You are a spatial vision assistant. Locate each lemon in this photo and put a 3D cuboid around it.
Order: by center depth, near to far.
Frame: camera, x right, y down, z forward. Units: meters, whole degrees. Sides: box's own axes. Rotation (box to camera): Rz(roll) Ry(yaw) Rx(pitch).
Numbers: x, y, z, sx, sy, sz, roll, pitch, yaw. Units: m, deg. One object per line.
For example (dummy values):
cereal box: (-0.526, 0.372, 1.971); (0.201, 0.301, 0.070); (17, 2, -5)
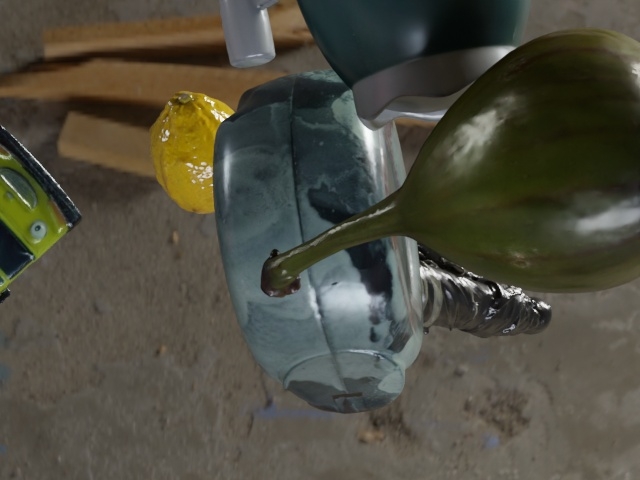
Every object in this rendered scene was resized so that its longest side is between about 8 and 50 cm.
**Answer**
lemon: (-0.134, -0.099, 1.433); (0.114, 0.155, 0.114); (-11, 33, 7)

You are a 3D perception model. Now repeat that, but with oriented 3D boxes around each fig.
fig: (0.082, -0.036, 0.719); (0.259, 0.151, 0.151); (-6, 56, 14)

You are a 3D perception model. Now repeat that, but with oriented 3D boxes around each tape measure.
tape measure: (0.000, 0.000, 1.045); (0.147, 0.275, 0.256); (-10, 24, 8)

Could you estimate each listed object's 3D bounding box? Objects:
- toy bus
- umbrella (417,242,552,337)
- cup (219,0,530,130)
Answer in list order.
toy bus: (-0.341, -0.004, 1.201); (0.128, 0.262, 0.150); (50, 62, -13)
umbrella: (0.177, 0.078, 1.696); (0.358, 0.113, 0.106); (10, 33, -44)
cup: (0.059, -0.165, 0.806); (0.167, 0.300, 0.173); (-6, 83, -56)
